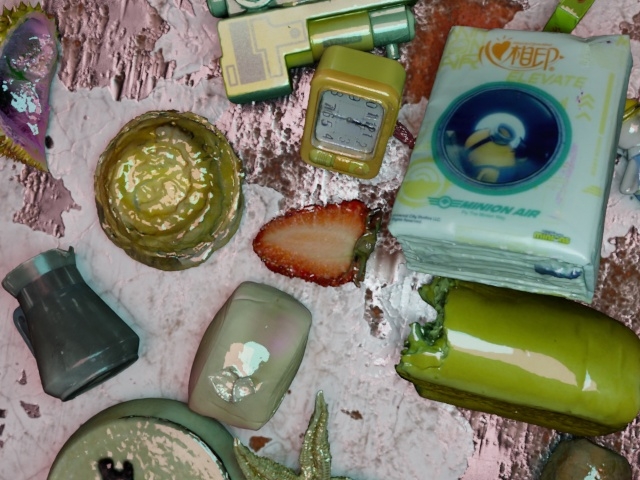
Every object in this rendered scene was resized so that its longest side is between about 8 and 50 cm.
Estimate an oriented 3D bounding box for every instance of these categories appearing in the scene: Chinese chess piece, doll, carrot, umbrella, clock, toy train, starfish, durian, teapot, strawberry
[{"bbox_3d":[-0.284,0.438,1.359,0.349,0.146,0.349,0,89,4],"label":"Chinese chess piece"},{"bbox_3d":[0.532,-0.141,1.334,0.135,0.099,0.241,-34,87,21],"label":"doll"},{"bbox_3d":[0.404,0.471,1.333,0.138,0.139,0.302,18,93,3],"label":"carrot"},{"bbox_3d":[0.121,-0.199,1.391,0.165,0.025,0.027,44,115,4],"label":"umbrella"},{"bbox_3d":[0.049,-0.199,1.304,0.143,0.202,0.096,17,53,4],"label":"clock"},{"bbox_3d":[0.004,-0.371,1.341,0.369,0.150,0.237,-10,99,3],"label":"toy train"},{"bbox_3d":[-0.002,0.417,1.352,0.347,0.078,0.358,8,92,-23],"label":"starfish"},{"bbox_3d":[-0.528,-0.272,1.366,0.154,0.186,0.260,8,78,-3],"label":"durian"},{"bbox_3d":[-0.428,0.142,1.369,0.203,0.171,0.225,-37,81,33],"label":"teapot"},{"bbox_3d":[0.003,0.003,1.382,0.208,0.087,0.167,15,70,28],"label":"strawberry"}]

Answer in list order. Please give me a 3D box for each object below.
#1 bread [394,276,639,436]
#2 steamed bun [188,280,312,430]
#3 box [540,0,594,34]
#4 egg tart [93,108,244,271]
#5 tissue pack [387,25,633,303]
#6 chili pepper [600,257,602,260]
[{"bbox_3d":[0.317,0.178,1.283,0.376,0.251,0.208,17,75,5],"label":"bread"},{"bbox_3d":[-0.117,0.189,1.340,0.170,0.152,0.239,24,86,-1],"label":"steamed bun"},{"bbox_3d":[0.466,-0.467,1.287,0.047,0.187,0.335,35,92,5],"label":"box"},{"bbox_3d":[-0.260,-0.085,1.379,0.279,0.095,0.279,0,92,4],"label":"egg tart"},{"bbox_3d":[0.291,-0.126,1.222,0.287,0.162,0.388,10,64,20],"label":"tissue pack"},{"bbox_3d":[0.425,-0.040,1.365,0.073,0.050,0.182,-3,88,10],"label":"chili pepper"}]
